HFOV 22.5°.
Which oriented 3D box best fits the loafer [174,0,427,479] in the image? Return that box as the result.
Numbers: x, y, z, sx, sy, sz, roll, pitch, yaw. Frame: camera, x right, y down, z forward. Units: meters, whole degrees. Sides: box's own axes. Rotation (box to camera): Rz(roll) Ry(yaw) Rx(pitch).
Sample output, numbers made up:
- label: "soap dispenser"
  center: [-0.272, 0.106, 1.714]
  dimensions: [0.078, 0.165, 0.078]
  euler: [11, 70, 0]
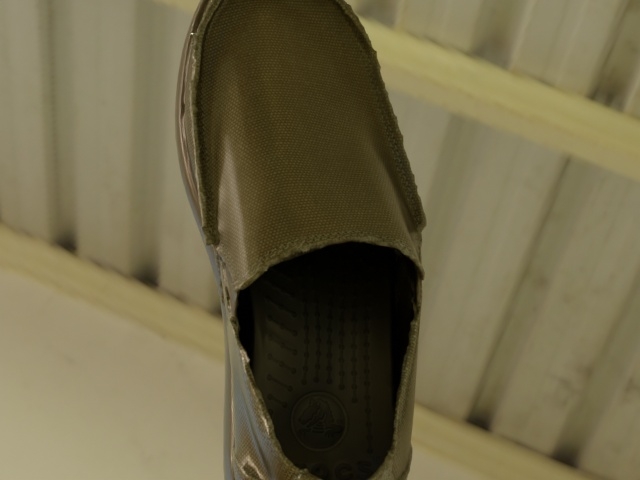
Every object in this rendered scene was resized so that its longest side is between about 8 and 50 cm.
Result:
- label: "loafer"
  center: [0.000, 0.000, 0.368]
  dimensions: [0.056, 0.148, 0.050]
  euler: [-5, -15, -17]
